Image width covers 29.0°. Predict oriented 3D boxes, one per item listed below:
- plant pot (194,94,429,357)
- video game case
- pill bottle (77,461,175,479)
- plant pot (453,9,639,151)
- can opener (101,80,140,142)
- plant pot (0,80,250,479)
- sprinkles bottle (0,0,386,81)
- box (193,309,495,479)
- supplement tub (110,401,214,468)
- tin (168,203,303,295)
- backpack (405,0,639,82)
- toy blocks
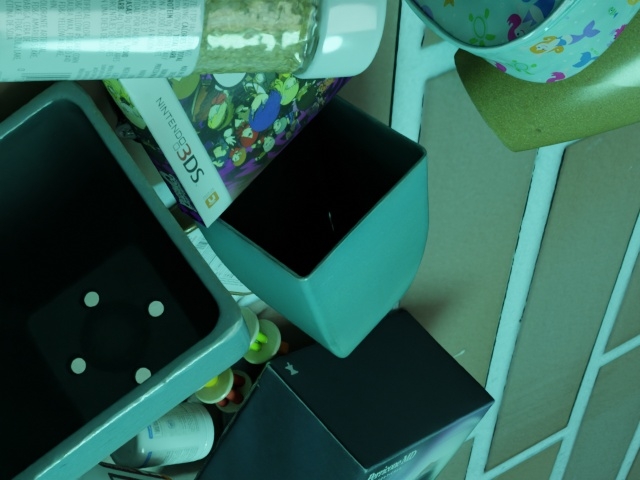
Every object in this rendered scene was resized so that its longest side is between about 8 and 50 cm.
[{"bbox_3d":[0.000,0.000,1.182,0.166,0.165,0.234,-45,150,-18],"label":"plant pot"},{"bbox_3d":[-0.060,-0.154,1.017,0.232,0.042,0.210,-47,147,-16],"label":"video game case"},{"bbox_3d":[-0.237,0.290,1.287,0.121,0.121,0.221,-44,148,11],"label":"pill bottle"},{"bbox_3d":[0.265,-0.202,1.200,0.254,0.237,0.237,-31,151,20],"label":"plant pot"},{"bbox_3d":[-0.156,-0.143,0.999,0.059,0.073,0.186,2,150,15],"label":"can opener"},{"bbox_3d":[-0.207,0.063,1.045,0.248,0.247,0.252,-36,166,-2],"label":"plant pot"},{"bbox_3d":[-0.137,-0.166,0.834,0.355,0.121,0.121,-4,137,-20],"label":"sprinkles bottle"},{"bbox_3d":[0.015,0.273,1.522,0.296,0.183,0.294,-16,143,-52],"label":"box"},{"bbox_3d":[-0.183,0.222,1.415,0.107,0.071,0.071,3,131,-46],"label":"supplement tub"},{"bbox_3d":[-0.094,0.007,1.262,0.189,0.040,0.106,11,129,-50],"label":"tin"},{"bbox_3d":[0.175,-0.264,0.996,0.191,0.225,0.253,9,124,-48],"label":"backpack"},{"bbox_3d":[-0.087,0.144,1.424,0.123,0.054,0.148,-41,148,6],"label":"toy blocks"}]
